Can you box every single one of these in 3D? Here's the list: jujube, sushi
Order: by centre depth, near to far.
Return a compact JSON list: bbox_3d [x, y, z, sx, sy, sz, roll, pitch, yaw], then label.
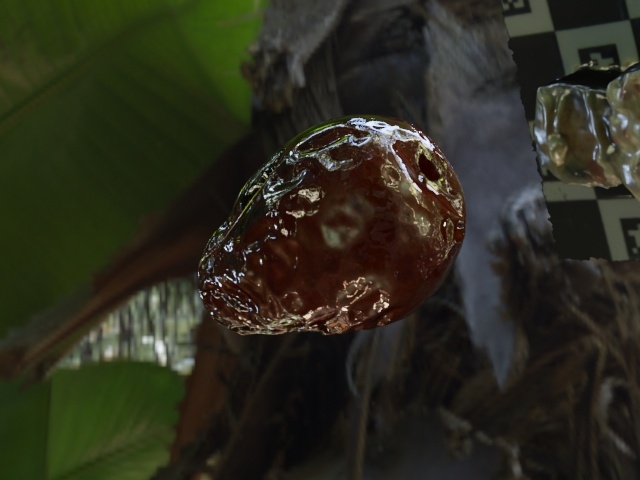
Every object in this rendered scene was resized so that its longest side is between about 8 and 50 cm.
[{"bbox_3d":[0.000,0.000,1.133,0.236,0.168,0.168,-25,-50,36],"label":"jujube"},{"bbox_3d":[0.302,-0.095,1.303,0.373,0.100,0.296,2,-67,45],"label":"sushi"}]
